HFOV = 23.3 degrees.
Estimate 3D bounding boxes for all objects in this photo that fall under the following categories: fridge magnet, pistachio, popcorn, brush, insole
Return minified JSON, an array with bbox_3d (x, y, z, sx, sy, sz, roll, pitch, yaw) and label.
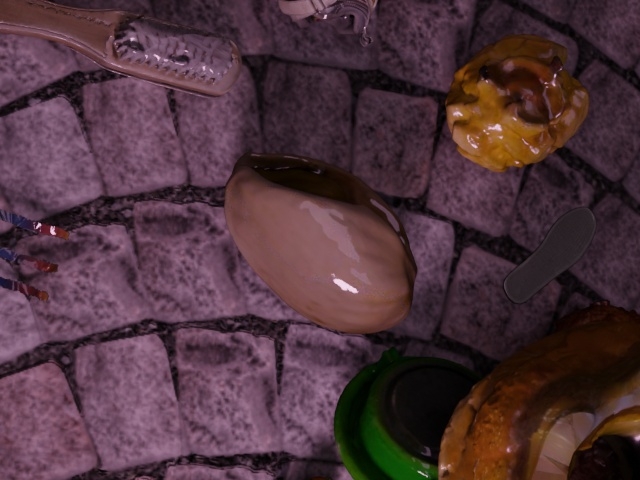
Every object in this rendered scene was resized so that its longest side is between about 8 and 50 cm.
[{"bbox_3d":[0.116,0.201,1.617,0.208,0.088,0.208,10,46,-10],"label":"fridge magnet"},{"bbox_3d":[0.000,0.000,1.610,0.153,0.138,0.238,-41,98,14],"label":"pistachio"},{"bbox_3d":[0.217,-0.154,1.715,0.148,0.152,0.167,31,69,8],"label":"popcorn"},{"bbox_3d":[-0.233,-0.218,1.595,0.327,0.065,0.070,13,80,-17],"label":"brush"},{"bbox_3d":[0.264,0.016,1.774,0.153,0.002,0.053,-39,97,-21],"label":"insole"}]

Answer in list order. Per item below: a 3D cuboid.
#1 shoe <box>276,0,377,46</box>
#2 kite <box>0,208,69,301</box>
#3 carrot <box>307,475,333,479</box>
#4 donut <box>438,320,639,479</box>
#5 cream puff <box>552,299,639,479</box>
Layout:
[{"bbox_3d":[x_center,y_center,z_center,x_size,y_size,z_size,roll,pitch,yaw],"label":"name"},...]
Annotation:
[{"bbox_3d":[-0.009,-0.272,1.674,0.180,0.089,0.092,15,80,-26],"label":"shoe"},{"bbox_3d":[-0.375,-0.011,1.535,0.245,0.015,0.141,19,77,-13],"label":"kite"},{"bbox_3d":[-0.077,0.326,1.584,0.248,0.043,0.043,-39,96,-18],"label":"carrot"},{"bbox_3d":[0.275,0.229,1.509,0.330,0.160,0.330,3,77,-12],"label":"donut"},{"bbox_3d":[0.330,0.185,1.695,0.240,0.164,0.240,5,75,-17],"label":"cream puff"}]
